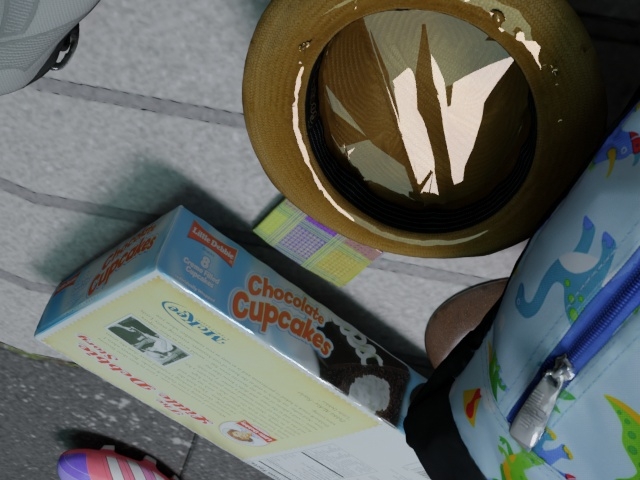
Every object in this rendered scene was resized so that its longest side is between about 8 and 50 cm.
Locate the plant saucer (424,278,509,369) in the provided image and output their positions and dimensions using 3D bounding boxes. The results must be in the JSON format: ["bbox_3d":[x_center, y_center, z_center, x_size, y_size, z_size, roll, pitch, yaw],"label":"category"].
[{"bbox_3d":[0.161,0.092,0.664,0.168,0.029,0.168,7,137,6],"label":"plant saucer"}]

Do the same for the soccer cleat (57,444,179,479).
[{"bbox_3d":[-0.172,0.298,0.928,0.083,0.095,0.248,-26,126,36],"label":"soccer cleat"}]

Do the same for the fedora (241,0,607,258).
[{"bbox_3d":[0.054,-0.077,0.464,0.194,0.079,0.194,8,134,8],"label":"fedora"}]

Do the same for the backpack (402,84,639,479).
[{"bbox_3d":[0.227,0.014,0.391,0.290,0.273,0.355,-9,131,-24],"label":"backpack"}]

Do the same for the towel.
[{"bbox_3d":[0.000,0.000,0.617,0.083,0.009,0.060,31,136,-18],"label":"towel"}]

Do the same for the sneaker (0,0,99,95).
[{"bbox_3d":[-0.154,-0.138,0.454,0.271,0.100,0.108,-19,154,27],"label":"sneaker"}]

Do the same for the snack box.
[{"bbox_3d":[-0.041,0.111,0.701,0.322,0.060,0.187,37,140,-25],"label":"snack box"}]
